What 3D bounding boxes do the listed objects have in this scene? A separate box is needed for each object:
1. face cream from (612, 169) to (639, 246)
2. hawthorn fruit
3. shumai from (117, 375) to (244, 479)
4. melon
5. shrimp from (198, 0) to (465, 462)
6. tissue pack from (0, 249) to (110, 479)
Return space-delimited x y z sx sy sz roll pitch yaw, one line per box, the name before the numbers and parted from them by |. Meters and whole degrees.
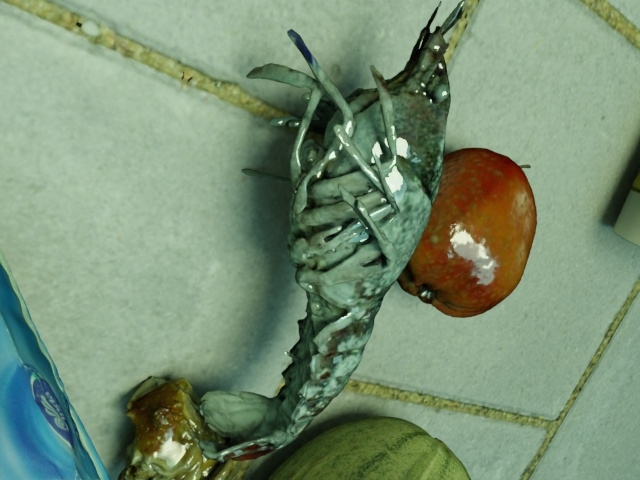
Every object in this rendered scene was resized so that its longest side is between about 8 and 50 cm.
face cream | 0.491 -0.052 0.821 0.218 0.218 0.179 11 106 -33
hawthorn fruit | 0.153 -0.028 0.693 0.162 0.162 0.203 43 72 -37
shumai | -0.141 0.190 0.655 0.145 0.145 0.116 -35 103 -11
melon | 0.029 0.344 0.730 0.329 0.248 0.248 -53 127 -10
shrimp | 0.005 -0.002 0.572 0.166 0.221 0.410 8 105 -11
tissue pack | -0.276 0.078 0.410 0.198 0.263 0.146 -26 165 -16
